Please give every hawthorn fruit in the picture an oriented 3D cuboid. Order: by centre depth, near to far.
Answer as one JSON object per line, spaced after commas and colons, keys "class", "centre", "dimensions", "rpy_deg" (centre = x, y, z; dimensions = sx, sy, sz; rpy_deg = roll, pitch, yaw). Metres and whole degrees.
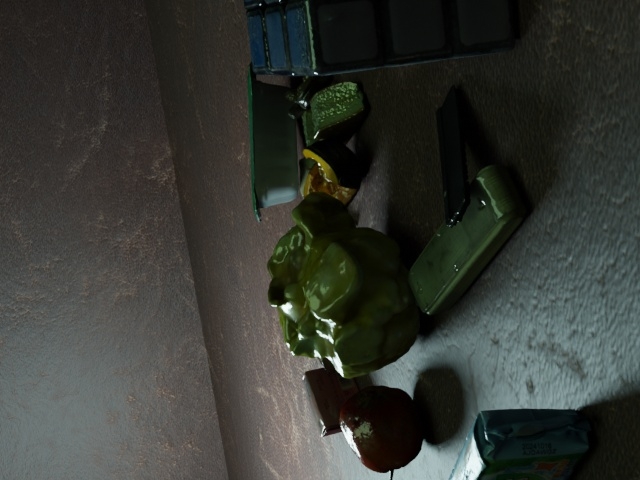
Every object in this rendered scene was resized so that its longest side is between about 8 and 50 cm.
{"class": "hawthorn fruit", "centre": [0.122, 0.377, 1.795], "dimensions": [0.157, 0.157, 0.194], "rpy_deg": [-175, 73, -71]}

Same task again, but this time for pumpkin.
{"class": "pumpkin", "centre": [0.029, -0.133, 1.857], "dimensions": [0.119, 0.107, 0.183], "rpy_deg": [47, 157, 21]}

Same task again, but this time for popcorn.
{"class": "popcorn", "centre": [0.051, 0.094, 1.752], "dimensions": [0.334, 0.293, 0.292], "rpy_deg": [30, 97, 42]}

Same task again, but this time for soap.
{"class": "soap", "centre": [0.270, 0.325, 1.329], "dimensions": [0.293, 0.156, 0.077], "rpy_deg": [98, 166, -48]}

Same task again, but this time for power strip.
{"class": "power strip", "centre": [0.218, 0.018, 1.469], "dimensions": [0.387, 0.066, 0.092], "rpy_deg": [117, 137, -58]}

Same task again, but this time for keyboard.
{"class": "keyboard", "centre": [0.200, -0.127, 1.395], "dimensions": [0.072, 0.023, 0.231], "rpy_deg": [114, 162, -51]}

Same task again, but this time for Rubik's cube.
{"class": "Rubik's cube", "centre": [0.065, -0.392, 1.318], "dimensions": [0.301, 0.304, 0.305], "rpy_deg": [-154, 54, -67]}

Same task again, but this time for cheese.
{"class": "cheese", "centre": [-0.013, -0.104, 2.096], "dimensions": [0.092, 0.047, 0.171], "rpy_deg": [-138, 41, -62]}

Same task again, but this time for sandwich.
{"class": "sandwich", "centre": [0.015, -0.237, 1.878], "dimensions": [0.244, 0.088, 0.090], "rpy_deg": [126, 134, -66]}

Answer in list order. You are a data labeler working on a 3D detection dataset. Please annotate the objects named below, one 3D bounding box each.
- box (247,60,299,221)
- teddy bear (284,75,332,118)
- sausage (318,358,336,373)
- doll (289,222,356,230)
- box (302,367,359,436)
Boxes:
{"class": "box", "centre": [-0.105, -0.218, 2.125], "dimensions": [0.264, 0.106, 0.336], "rpy_deg": [111, 156, -86]}
{"class": "teddy bear", "centre": [-0.020, -0.300, 1.961], "dimensions": [0.078, 0.119, 0.160], "rpy_deg": [44, -174, -14]}
{"class": "sausage", "centre": [-0.020, 0.200, 2.243], "dimensions": [0.371, 0.082, 0.082], "rpy_deg": [-135, 39, -62]}
{"class": "doll", "centre": [0.000, 0.000, 2.040], "dimensions": [0.227, 0.057, 0.114], "rpy_deg": [11, 116, 54]}
{"class": "box", "centre": [0.032, 0.358, 2.115], "dimensions": [0.060, 0.111, 0.156], "rpy_deg": [104, 151, -52]}
